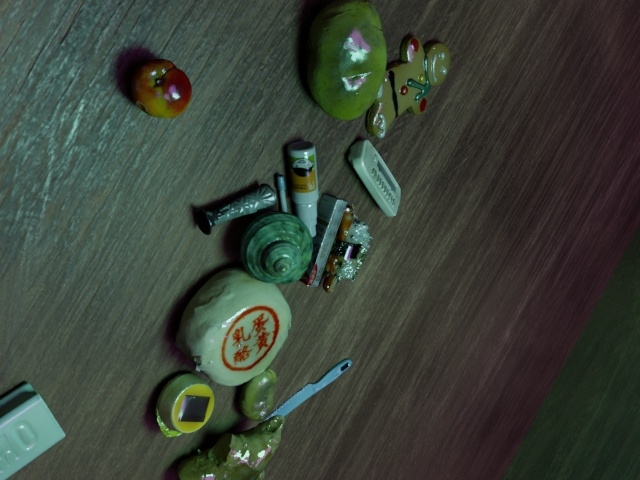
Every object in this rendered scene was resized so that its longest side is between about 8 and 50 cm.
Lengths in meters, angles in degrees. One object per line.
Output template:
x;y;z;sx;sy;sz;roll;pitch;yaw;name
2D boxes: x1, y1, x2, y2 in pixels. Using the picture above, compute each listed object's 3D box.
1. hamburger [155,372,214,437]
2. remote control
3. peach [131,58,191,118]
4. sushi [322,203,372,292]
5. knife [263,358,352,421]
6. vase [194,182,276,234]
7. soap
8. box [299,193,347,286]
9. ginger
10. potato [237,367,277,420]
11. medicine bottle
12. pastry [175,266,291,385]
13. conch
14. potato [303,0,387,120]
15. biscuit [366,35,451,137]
-0.294;0.354;1.375;0.127;0.082;0.141;-4;101;-48;hamburger
0.134;-0.151;1.569;0.230;0.049;0.090;48;44;-47;remote control
-0.266;-0.251;1.075;0.101;0.101;0.100;-24;126;-37;peach
0.061;0.024;1.558;0.097;0.103;0.226;-7;118;-63;sushi
-0.029;0.403;1.728;0.313;0.019;0.044;-32;123;-30;knife
-0.171;-0.064;1.296;0.167;0.059;0.059;-25;127;-36;vase
-0.560;0.351;1.105;0.198;0.067;0.119;-35;130;-28;soap
0.000;0.000;1.512;0.040;0.055;0.218;9;103;-46;box
-0.187;0.520;1.506;0.270;0.123;0.218;-27;134;-5;ginger
-0.150;0.365;1.537;0.092;0.070;0.137;-2;110;-44;potato
-0.049;-0.104;1.409;0.092;0.061;0.220;-13;123;-14;medicine bottle
-0.178;0.186;1.370;0.265;0.133;0.264;-28;133;-35;pastry
-0.084;0.022;1.346;0.188;0.122;0.175;-50;128;-56;conch
0.050;-0.366;1.307;0.169;0.143;0.248;-4;126;-3;potato
0.217;-0.385;1.542;0.302;0.049;0.196;-36;135;-29;biscuit
